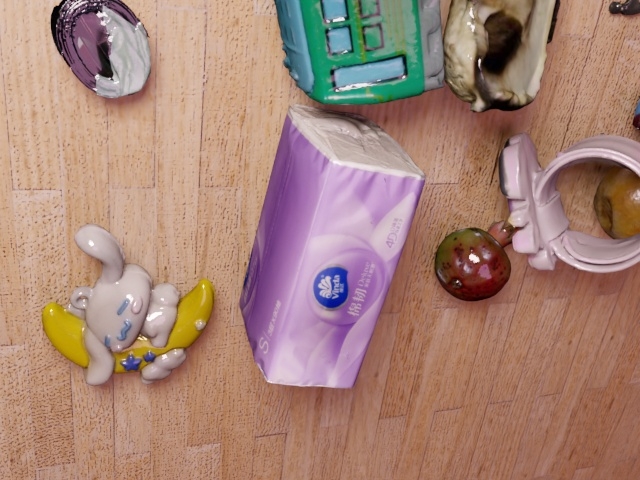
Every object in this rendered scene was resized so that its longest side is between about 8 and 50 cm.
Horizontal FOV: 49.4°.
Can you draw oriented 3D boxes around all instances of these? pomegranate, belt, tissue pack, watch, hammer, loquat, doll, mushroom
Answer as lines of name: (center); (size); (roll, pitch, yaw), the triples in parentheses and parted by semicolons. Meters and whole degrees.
pomegranate: (0.273, 0.037, 1.182); (0.159, 0.129, 0.130); (-13, 122, -24)
belt: (-0.267, -0.243, 0.856); (0.105, 0.058, 0.140); (-30, 120, -10)
tissue pack: (0.000, 0.000, 0.982); (0.160, 0.242, 0.339); (7, 114, -21)
watch: (0.416, -0.070, 1.094); (0.196, 0.231, 0.244); (-34, 110, -49)
hammer: (0.502, -0.447, 1.061); (0.078, 0.021, 0.201); (-5, 120, -19)
loquat: (0.594, -0.080, 1.211); (0.227, 0.179, 0.179); (-21, 123, -5)
doll: (-0.281, 0.111, 1.013); (0.237, 0.111, 0.252); (21, 117, -28)
mushroom: (0.230, -0.338, 0.910); (0.247, 0.129, 0.345); (-5, 103, -51)

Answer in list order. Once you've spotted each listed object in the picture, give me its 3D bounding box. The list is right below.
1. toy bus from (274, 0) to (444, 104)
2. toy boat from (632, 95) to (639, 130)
toy bus: (0.033, -0.341, 0.845); (0.199, 0.184, 0.344); (-14, 121, -6)
toy boat: (0.627, -0.228, 1.182); (0.223, 0.100, 0.097); (0, 127, -23)
